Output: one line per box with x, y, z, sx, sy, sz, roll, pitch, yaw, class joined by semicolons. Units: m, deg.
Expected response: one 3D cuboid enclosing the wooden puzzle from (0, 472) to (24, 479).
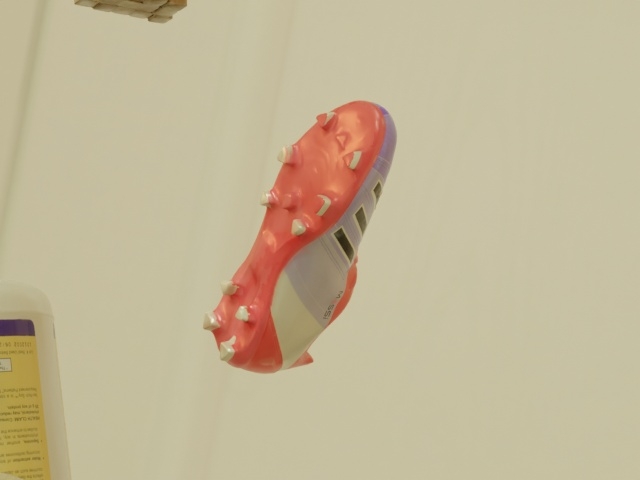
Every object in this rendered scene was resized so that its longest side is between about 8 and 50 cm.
-0.111;0.147;0.595;0.322;0.080;0.348;33;-9;27;wooden puzzle

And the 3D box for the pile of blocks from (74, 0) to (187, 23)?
-0.145;-0.394;1.792;0.149;0.362;0.113;33;-27;-23;pile of blocks

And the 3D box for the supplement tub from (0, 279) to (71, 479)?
-0.329;0.212;1.441;0.241;0.331;0.241;-7;-8;-1;supplement tub

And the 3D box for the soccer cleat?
0.000;0.000;1.271;0.095;0.248;0.083;7;35;-37;soccer cleat
